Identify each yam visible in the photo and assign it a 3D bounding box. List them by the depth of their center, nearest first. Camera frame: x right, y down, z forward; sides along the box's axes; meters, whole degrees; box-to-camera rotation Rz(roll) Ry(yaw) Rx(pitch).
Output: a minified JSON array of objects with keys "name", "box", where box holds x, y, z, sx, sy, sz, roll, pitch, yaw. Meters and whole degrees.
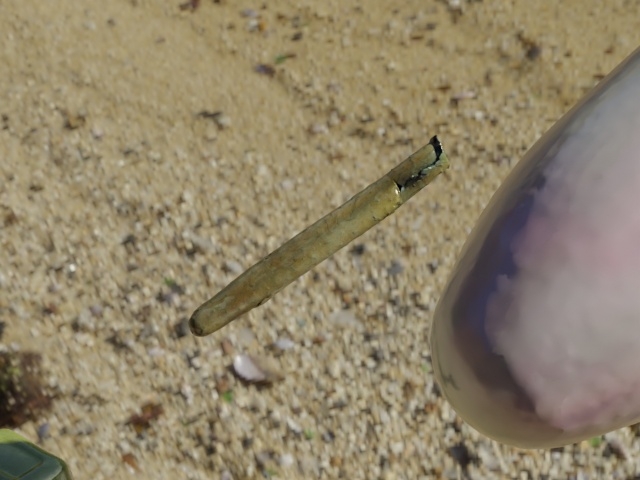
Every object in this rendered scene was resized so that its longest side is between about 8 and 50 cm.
[{"name":"yam","box":[0.000,0.000,0.437,0.107,0.014,0.014,-36,53,-7]}]

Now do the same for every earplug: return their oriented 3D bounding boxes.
[{"name":"earplug","box":[0.171,-0.018,0.585,0.301,0.172,0.172,-40,56,-15]}]

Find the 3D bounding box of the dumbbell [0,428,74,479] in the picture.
[{"name":"dumbbell","box":[-0.281,0.234,0.826,0.121,0.108,0.302,21,30,26]}]
